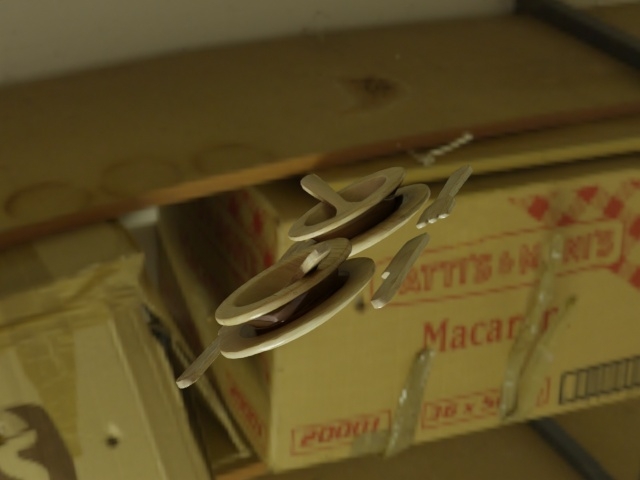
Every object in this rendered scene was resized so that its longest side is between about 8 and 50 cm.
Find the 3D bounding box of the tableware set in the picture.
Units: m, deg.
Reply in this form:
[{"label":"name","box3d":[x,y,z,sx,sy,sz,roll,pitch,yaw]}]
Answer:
[{"label":"tableware set","box3d":[0.000,0.000,0.643,0.128,0.039,0.194,-24,-168,26]}]
